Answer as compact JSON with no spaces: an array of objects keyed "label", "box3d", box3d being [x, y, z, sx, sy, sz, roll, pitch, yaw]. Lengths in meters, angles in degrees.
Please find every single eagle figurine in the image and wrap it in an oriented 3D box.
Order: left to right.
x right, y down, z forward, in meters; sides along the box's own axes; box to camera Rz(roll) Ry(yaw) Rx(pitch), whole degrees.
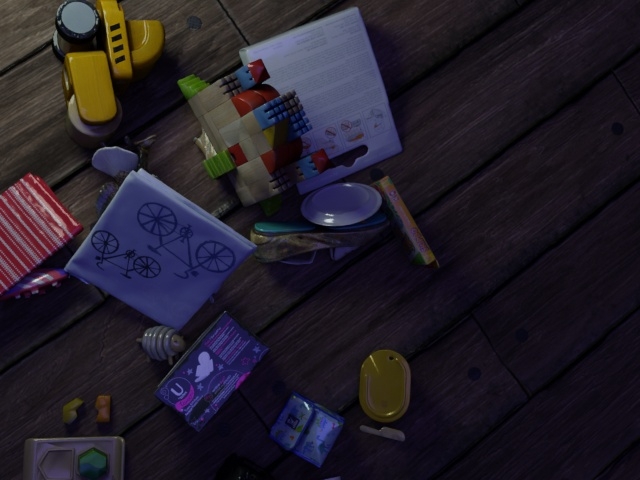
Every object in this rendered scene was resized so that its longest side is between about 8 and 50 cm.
[{"label":"eagle figurine","box3d":[-0.406,-0.087,1.756,0.225,0.226,0.298,-12,84,-32]}]

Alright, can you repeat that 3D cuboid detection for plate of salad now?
[{"label":"plate of salad","box3d":[0.052,-0.083,1.860,0.200,0.200,0.048,-18,125,-12]}]

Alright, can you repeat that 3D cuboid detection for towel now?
[{"label":"towel","box3d":[-0.701,-0.007,1.730,0.275,0.031,0.199,-42,77,-15]}]

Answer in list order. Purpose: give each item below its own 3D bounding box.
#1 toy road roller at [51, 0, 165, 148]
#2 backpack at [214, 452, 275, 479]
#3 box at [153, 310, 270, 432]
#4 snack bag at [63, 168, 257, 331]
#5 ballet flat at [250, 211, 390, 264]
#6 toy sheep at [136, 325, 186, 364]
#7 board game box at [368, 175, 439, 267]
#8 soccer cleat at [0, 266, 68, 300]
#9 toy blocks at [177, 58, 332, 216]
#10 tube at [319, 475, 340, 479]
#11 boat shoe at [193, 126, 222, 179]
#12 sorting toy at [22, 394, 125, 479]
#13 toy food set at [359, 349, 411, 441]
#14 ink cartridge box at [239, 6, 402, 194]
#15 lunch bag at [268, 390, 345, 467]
[{"label":"toy road roller","box3d":[-0.474,-0.391,1.752,0.240,0.202,0.329,-8,87,-22]},{"label":"backpack","box3d":[-0.160,0.607,1.803,0.182,0.152,0.115,43,85,-19]},{"label":"box","box3d":[-0.254,0.297,1.777,0.142,0.163,0.247,42,80,-3]},{"label":"snack bag","box3d":[-0.366,0.040,1.729,0.323,0.037,0.342,33,119,-17]},{"label":"ballet flat","box3d":[0.000,0.000,1.879,0.348,0.123,0.123,-6,89,-12]},{"label":"toy sheep","box3d":[-0.378,0.244,1.796,0.132,0.091,0.091,1,87,16]},{"label":"board game box","box3d":[0.207,-0.037,1.907,0.039,0.124,0.259,-33,94,-10]},{"label":"soccer cleat","box3d":[-0.707,0.093,1.740,0.248,0.083,0.095,-18,86,-9]},{"label":"toy blocks","box3d":[-0.135,-0.250,1.739,0.191,0.261,0.381,-36,102,-40]},{"label":"tube","box3d":[0.024,0.709,1.873,0.070,0.062,0.240,-1,80,-55]},{"label":"boat shoe","box3d":[-0.273,-0.239,1.855,0.072,0.068,0.190,-2,76,1]},{"label":"sorting toy","box3d":[-0.571,0.516,1.764,0.229,0.041,0.307,2,87,-11]},{"label":"toy food set","box3d":[0.165,0.383,1.914,0.128,0.071,0.218,3,84,13]},{"label":"ink cartridge box","box3d":[0.009,-0.351,1.922,0.308,0.091,0.385,-24,109,-12]},{"label":"lunch bag","box3d":[-0.033,0.457,1.855,0.151,0.096,0.129,29,84,6]}]
